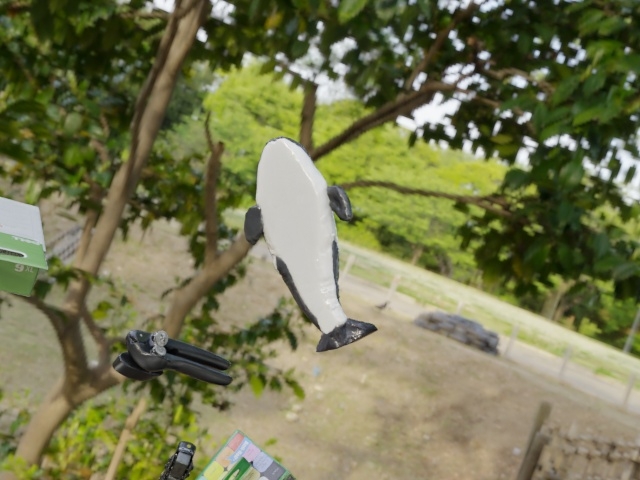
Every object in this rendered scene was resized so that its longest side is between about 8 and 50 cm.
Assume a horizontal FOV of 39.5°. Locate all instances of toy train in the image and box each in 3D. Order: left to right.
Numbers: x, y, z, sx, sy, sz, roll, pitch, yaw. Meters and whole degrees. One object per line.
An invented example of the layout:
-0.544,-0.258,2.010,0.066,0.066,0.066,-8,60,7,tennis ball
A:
-0.151,0.241,0.916,0.027,0.036,0.158,22,-36,-6,toy train

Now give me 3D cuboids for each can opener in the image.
-0.194,0.162,1.228,0.186,0.059,0.073,18,-38,-43,can opener

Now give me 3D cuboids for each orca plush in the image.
0.000,0.000,1.207,0.287,0.151,0.102,58,18,8,orca plush

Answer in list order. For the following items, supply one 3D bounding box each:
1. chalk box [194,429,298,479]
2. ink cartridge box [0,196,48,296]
-0.111,0.404,1.419,0.132,0.132,0.213,29,-20,39,chalk box
-0.375,0.008,1.011,0.109,0.062,0.209,16,14,-25,ink cartridge box
